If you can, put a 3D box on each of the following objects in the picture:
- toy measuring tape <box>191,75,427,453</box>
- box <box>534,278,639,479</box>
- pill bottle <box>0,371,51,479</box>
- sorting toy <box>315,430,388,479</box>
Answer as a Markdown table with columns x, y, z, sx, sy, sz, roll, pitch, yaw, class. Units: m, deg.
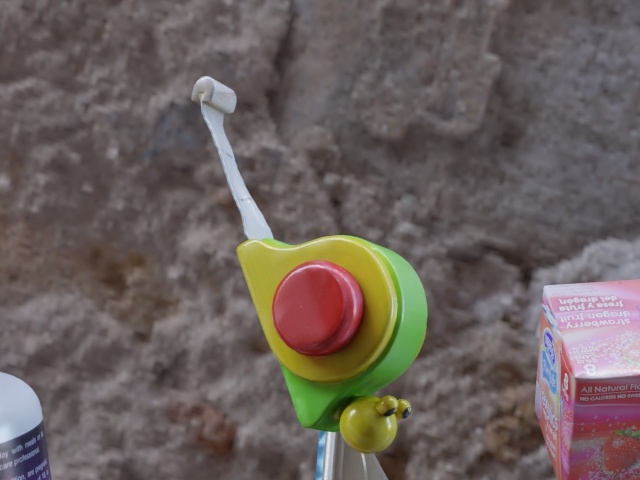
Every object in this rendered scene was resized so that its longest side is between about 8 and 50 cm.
| x | y | z | sx | sy | sz | roll | pitch | yaw | class |
| --- | --- | --- | --- | --- | --- | --- | --- | --- | --- |
| 0.000 | 0.000 | 1.141 | 0.121 | 0.330 | 0.121 | -17 | -23 | -7 | toy measuring tape |
| 0.354 | 0.127 | 1.363 | 0.300 | 0.154 | 0.142 | -3 | 33 | -3 | box |
| -0.303 | 0.227 | 1.226 | 0.181 | 0.323 | 0.181 | -6 | 7 | 1 | pill bottle |
| 0.047 | 0.306 | 1.429 | 0.041 | 0.229 | 0.307 | -13 | -46 | 14 | sorting toy |
